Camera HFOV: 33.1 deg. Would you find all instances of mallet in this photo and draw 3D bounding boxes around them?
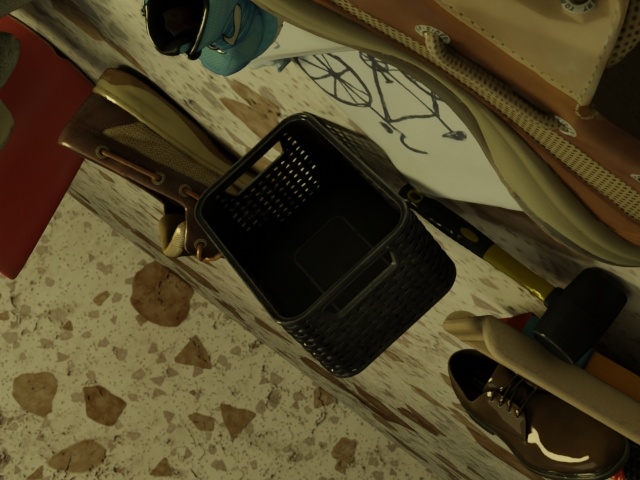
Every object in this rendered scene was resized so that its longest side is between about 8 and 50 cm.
[{"bbox_3d":[0.132,0.006,0.762,0.189,0.062,0.039,47,178,34],"label":"mallet"}]

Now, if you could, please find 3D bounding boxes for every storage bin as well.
[{"bbox_3d":[0.000,0.000,0.808,0.084,0.122,0.180,47,180,-42],"label":"storage bin"}]

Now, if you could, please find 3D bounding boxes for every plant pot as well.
[{"bbox_3d":[-0.405,-0.127,1.298,0.275,0.243,0.275,36,169,8],"label":"plant pot"}]

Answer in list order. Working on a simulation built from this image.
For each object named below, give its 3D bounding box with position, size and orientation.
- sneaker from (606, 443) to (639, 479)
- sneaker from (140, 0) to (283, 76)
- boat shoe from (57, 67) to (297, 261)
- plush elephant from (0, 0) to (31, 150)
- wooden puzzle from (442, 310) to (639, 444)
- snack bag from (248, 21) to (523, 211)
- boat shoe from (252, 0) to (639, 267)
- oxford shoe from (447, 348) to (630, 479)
[{"bbox_3d":[0.321,0.235,1.082,0.161,0.057,0.075,25,-178,39],"label":"sneaker"},{"bbox_3d":[-0.063,-0.121,0.535,0.063,0.073,0.162,35,168,9],"label":"sneaker"},{"bbox_3d":[-0.126,-0.031,1.149,0.342,0.123,0.123,41,168,-21],"label":"boat shoe"},{"bbox_3d":[-0.425,-0.195,1.049,0.272,0.330,0.255,19,-165,-12],"label":"plush elephant"},{"bbox_3d":[0.210,0.112,0.841,0.221,0.044,0.238,31,179,1],"label":"wooden puzzle"},{"bbox_3d":[0.033,-0.109,0.575,0.342,0.037,0.323,42,167,-27],"label":"snack bag"},{"bbox_3d":[0.067,-0.098,0.338,0.324,0.123,0.116,33,168,-29],"label":"boat shoe"},{"bbox_3d":[0.206,0.172,1.080,0.227,0.083,0.096,22,157,50],"label":"oxford shoe"}]
